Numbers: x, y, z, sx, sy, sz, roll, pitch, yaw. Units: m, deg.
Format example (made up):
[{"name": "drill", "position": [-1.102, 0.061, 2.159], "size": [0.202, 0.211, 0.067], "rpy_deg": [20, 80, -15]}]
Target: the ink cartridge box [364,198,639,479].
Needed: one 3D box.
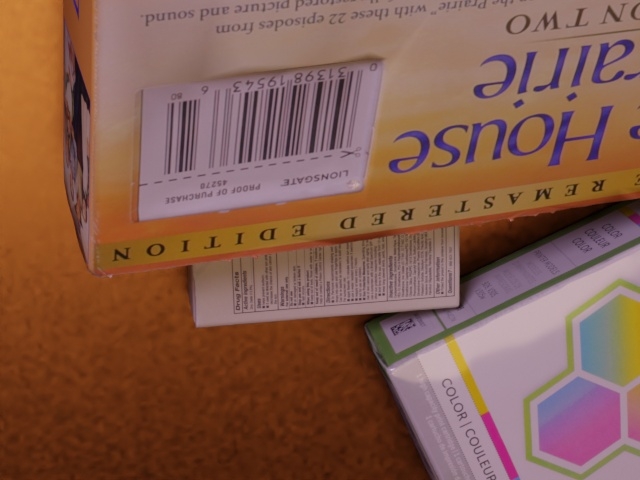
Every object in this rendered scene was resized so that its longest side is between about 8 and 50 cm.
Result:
[{"name": "ink cartridge box", "position": [0.137, 0.047, 0.715], "size": [0.209, 0.062, 0.109], "rpy_deg": [-26, 108, -2]}]

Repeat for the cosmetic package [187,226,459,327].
[{"name": "cosmetic package", "position": [0.000, 0.000, 0.689], "size": [0.115, 0.041, 0.060], "rpy_deg": [-3, 108, -9]}]

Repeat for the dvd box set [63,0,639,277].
[{"name": "dvd box set", "position": [0.071, -0.170, 0.515], "size": [0.308, 0.062, 0.420], "rpy_deg": [-9, 138, -16]}]
